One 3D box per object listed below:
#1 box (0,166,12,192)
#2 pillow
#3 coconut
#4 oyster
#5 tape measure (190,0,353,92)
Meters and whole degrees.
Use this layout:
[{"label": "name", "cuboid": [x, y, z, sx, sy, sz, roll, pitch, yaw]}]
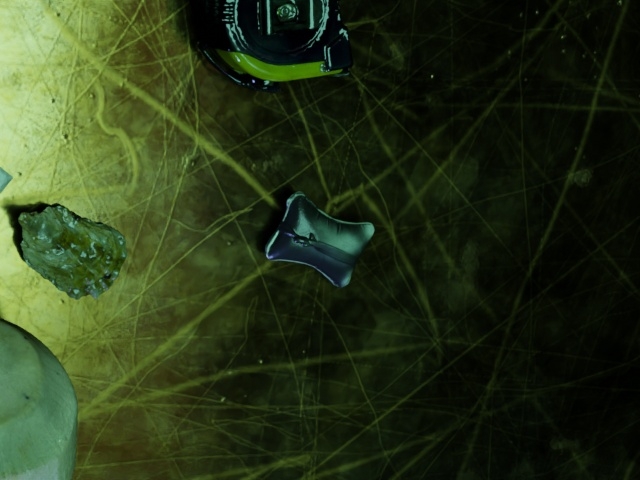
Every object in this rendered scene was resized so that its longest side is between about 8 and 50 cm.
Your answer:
[{"label": "box", "cuboid": [-0.436, -0.062, 1.543, 0.129, 0.051, 0.130, 41, 83, -28]}, {"label": "pillow", "cuboid": [-0.001, 0.000, 1.780, 0.135, 0.055, 0.091, 22, 73, -32]}, {"label": "coconut", "cuboid": [-0.395, 0.216, 1.531, 0.245, 0.245, 0.247, -12, 142, -24]}, {"label": "oyster", "cuboid": [-0.292, 0.009, 1.647, 0.121, 0.045, 0.146, -31, 115, -33]}, {"label": "tape measure", "cuboid": [-0.055, -0.272, 1.654, 0.186, 0.112, 0.199, -12, 106, -22]}]
